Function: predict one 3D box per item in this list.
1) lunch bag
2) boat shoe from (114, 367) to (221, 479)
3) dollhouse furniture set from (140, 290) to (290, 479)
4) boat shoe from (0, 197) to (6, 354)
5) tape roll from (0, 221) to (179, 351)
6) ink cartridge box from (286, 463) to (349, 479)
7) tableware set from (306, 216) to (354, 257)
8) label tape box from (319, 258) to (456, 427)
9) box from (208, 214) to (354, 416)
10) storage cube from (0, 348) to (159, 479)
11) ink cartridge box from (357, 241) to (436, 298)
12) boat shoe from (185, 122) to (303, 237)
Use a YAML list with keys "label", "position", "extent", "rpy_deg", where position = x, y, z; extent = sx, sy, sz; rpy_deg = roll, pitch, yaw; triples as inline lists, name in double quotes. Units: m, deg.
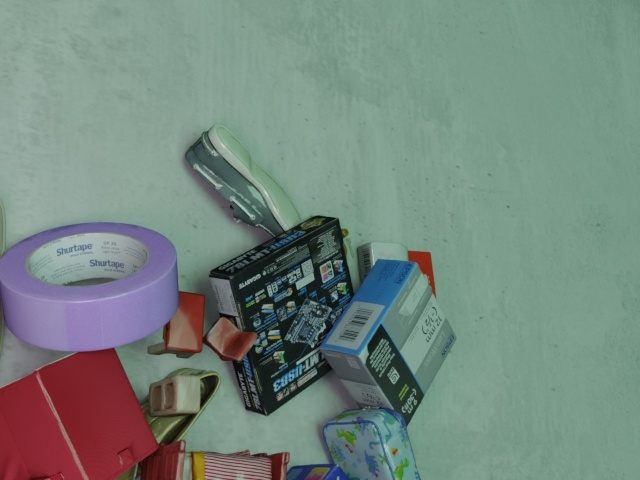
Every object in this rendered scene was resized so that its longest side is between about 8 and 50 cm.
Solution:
- label: "lunch bag"
  position: [0.102, 0.438, 1.778]
  extent: [0.090, 0.176, 0.219]
  rpy_deg: [-21, 93, -45]
- label: "boat shoe"
  position: [-0.285, 0.318, 1.552]
  extent: [0.104, 0.089, 0.285]
  rpy_deg: [53, 52, -16]
- label: "dollhouse furniture set"
  position: [-0.171, 0.274, 1.498]
  extent: [0.201, 0.152, 0.374]
  rpy_deg: [12, 70, -31]
- label: "boat shoe"
  position: [-0.555, 0.083, 1.398]
  extent: [0.097, 0.116, 0.324]
  rpy_deg: [0, 85, 5]
- label: "tape roll"
  position: [-0.364, 0.066, 1.437]
  extent: [0.275, 0.275, 0.090]
  rpy_deg: [-22, 125, -40]
- label: "ink cartridge box"
  position: [-0.011, 0.599, 1.660]
  extent: [0.395, 0.151, 0.270]
  rpy_deg: [54, 51, -12]
- label: "tableware set"
  position: [0.000, 0.000, 1.919]
  extent: [0.154, 0.024, 0.104]
  rpy_deg: [-8, 79, -39]
- label: "label tape box"
  position: [0.169, 0.246, 1.865]
  extent: [0.249, 0.115, 0.347]
  rpy_deg: [-55, 128, -31]
- label: "box"
  position: [-0.054, 0.138, 1.747]
  extent: [0.295, 0.073, 0.293]
  rpy_deg: [-30, 118, -39]
- label: "storage cube"
  position: [-0.395, 0.286, 1.364]
  extent: [0.193, 0.184, 0.215]
  rpy_deg: [65, 23, 2]
- label: "ink cartridge box"
  position: [0.191, 0.103, 2.022]
  extent: [0.232, 0.066, 0.189]
  rpy_deg: [2, 76, -34]
- label: "boat shoe"
  position: [-0.141, -0.086, 1.796]
  extent: [0.319, 0.099, 0.116]
  rpy_deg: [50, 20, -23]
